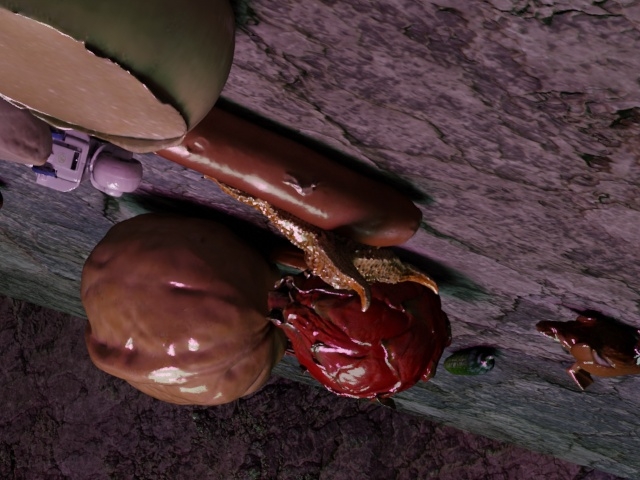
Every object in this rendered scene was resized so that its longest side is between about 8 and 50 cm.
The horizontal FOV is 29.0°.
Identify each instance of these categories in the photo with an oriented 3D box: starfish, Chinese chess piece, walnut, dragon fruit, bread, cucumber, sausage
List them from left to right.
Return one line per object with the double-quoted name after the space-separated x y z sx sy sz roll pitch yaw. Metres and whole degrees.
-0.250 -0.217 1.214 0.338 0.141 0.338 19 166 5 "Chinese chess piece"
-0.235 0.121 2.158 0.381 0.381 0.381 19 167 4 "walnut"
-0.060 -0.090 1.555 0.418 0.094 0.094 24 125 -18 "sausage"
-0.019 0.039 2.128 0.129 0.044 0.126 13 173 16 "bread"
0.015 0.009 1.701 0.301 0.084 0.293 31 -168 27 "starfish"
0.059 0.135 1.956 0.298 0.245 0.244 12 168 -5 "dragon fruit"
0.302 0.244 2.461 0.056 0.056 0.250 22 169 -9 "cucumber"

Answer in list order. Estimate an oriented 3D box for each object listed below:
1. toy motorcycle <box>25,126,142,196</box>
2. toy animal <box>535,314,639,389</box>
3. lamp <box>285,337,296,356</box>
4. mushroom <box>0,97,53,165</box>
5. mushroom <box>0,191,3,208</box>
-0.383 -0.134 1.869 0.254 0.113 0.112 18 167 9 "toy motorcycle"
0.427 0.153 1.876 0.188 0.089 0.179 24 149 -15 "toy animal"
-0.033 0.149 2.407 0.182 0.140 0.182 10 149 6 "lamp"
-0.484 -0.210 1.584 0.154 0.138 0.407 27 167 19 "mushroom"
-0.749 -0.038 2.470 0.227 0.218 0.148 6 161 44 "mushroom"
